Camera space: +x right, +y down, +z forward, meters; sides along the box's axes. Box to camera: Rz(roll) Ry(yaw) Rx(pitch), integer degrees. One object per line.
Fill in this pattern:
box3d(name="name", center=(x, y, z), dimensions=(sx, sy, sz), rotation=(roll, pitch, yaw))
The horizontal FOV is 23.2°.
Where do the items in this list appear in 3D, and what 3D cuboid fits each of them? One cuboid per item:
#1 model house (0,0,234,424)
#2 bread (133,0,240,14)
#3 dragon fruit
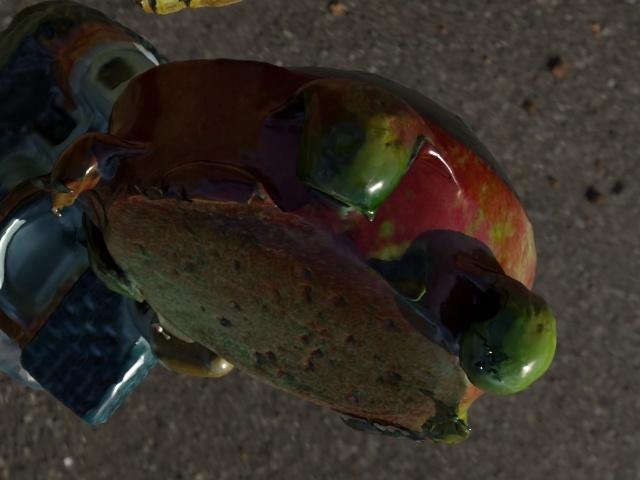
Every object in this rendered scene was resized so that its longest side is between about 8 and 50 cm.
box3d(name="model house", center=(-0.139, 0.001, 1.032), dimensions=(0.253, 0.291, 0.184), rotation=(-50, 130, -4))
box3d(name="bread", center=(-0.042, -0.169, 0.641), dimensions=(0.128, 0.069, 0.140), rotation=(-17, 78, -4))
box3d(name="dragon fruit", center=(0.000, 0.000, 0.833), dimensions=(0.130, 0.295, 0.268), rotation=(-58, 152, -30))
